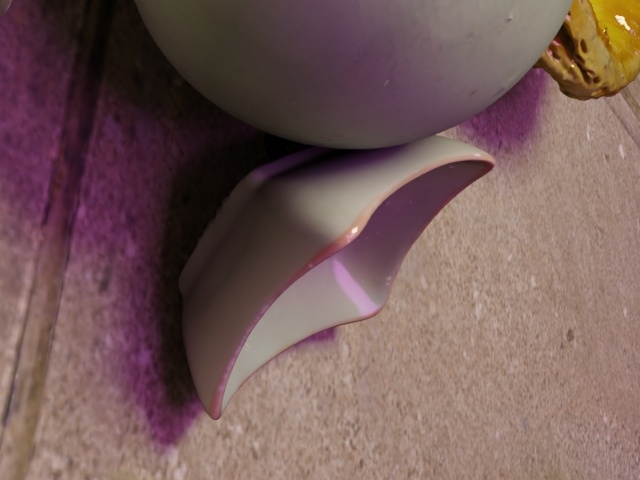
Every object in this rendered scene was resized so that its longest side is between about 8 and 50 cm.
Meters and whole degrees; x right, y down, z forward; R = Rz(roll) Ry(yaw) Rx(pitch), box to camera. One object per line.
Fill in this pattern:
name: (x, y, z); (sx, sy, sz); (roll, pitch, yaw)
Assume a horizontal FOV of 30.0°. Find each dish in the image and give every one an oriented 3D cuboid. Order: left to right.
dish: (0.000, 0.000, 0.697); (0.077, 0.151, 0.212); (44, 31, 12)

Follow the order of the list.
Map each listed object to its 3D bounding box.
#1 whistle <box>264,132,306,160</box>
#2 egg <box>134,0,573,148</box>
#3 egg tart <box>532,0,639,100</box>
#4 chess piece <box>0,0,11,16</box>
whistle: (0.019, -0.041, 0.815); (0.176, 0.033, 0.033); (26, 63, -55)
egg: (0.034, -0.170, 0.666); (0.371, 0.230, 0.230); (-28, 110, -64)
egg tart: (0.197, -0.264, 1.060); (0.319, 0.128, 0.319); (18, 68, -56)
chess piece: (-0.202, -0.210, 0.320); (0.182, 0.182, 0.330); (3, 68, -59)
